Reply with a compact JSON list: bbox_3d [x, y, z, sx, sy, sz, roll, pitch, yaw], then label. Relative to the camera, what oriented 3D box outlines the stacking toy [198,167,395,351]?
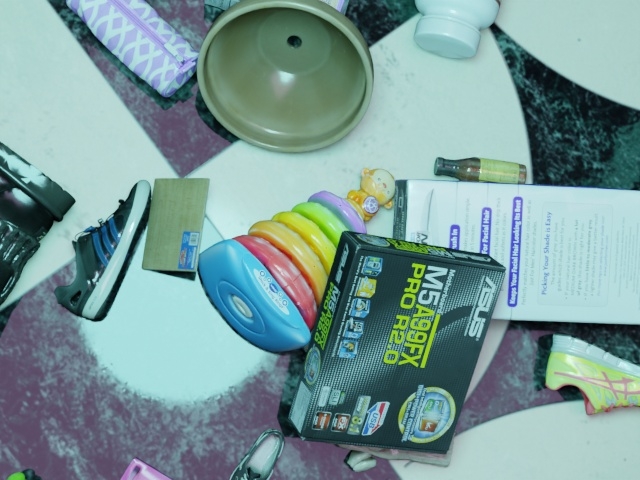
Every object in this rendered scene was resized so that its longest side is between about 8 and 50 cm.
[{"bbox_3d":[0.000,0.000,1.729,0.302,0.166,0.175,-40,98,-25],"label":"stacking toy"}]

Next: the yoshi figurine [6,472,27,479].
[{"bbox_3d":[-0.442,0.377,1.569,0.203,0.203,0.362,-36,83,-4],"label":"yoshi figurine"}]

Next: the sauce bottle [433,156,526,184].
[{"bbox_3d":[0.225,-0.097,1.804,0.128,0.042,0.042,9,81,-7],"label":"sauce bottle"}]

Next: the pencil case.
[{"bbox_3d":[-0.253,-0.286,1.753,0.206,0.088,0.086,41,81,1],"label":"pencil case"}]

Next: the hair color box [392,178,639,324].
[{"bbox_3d":[0.269,0.014,1.749,0.338,0.110,0.185,3,93,-8],"label":"hair color box"}]

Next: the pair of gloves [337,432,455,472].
[{"bbox_3d":[0.066,0.319,1.729,0.204,0.042,0.240,19,79,-4],"label":"pair of gloves"}]

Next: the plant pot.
[{"bbox_3d":[-0.041,-0.244,1.735,0.237,0.237,0.110,17,40,-4],"label":"plant pot"}]

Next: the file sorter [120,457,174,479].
[{"bbox_3d":[-0.167,0.439,1.617,0.290,0.182,0.202,31,80,-2],"label":"file sorter"}]

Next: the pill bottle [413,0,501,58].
[{"bbox_3d":[0.201,-0.372,1.799,0.121,0.121,0.216,17,81,-4],"label":"pill bottle"}]

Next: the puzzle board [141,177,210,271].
[{"bbox_3d":[-0.195,-0.022,1.736,0.096,0.011,0.128,2,80,34],"label":"puzzle board"}]

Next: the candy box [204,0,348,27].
[{"bbox_3d":[-0.048,-0.387,1.798,0.196,0.070,0.165,17,81,-5],"label":"candy box"}]

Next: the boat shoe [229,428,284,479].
[{"bbox_3d":[-0.087,0.310,1.716,0.046,0.038,0.125,35,80,-1],"label":"boat shoe"}]

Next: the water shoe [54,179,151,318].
[{"bbox_3d":[-0.292,0.002,1.717,0.080,0.073,0.203,22,80,-1],"label":"water shoe"}]

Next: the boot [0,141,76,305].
[{"bbox_3d":[-0.524,-0.044,1.667,0.348,0.131,0.260,36,80,-1],"label":"boot"}]

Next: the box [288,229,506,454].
[{"bbox_3d":[0.097,0.134,1.640,0.216,0.060,0.270,10,106,-23],"label":"box"}]

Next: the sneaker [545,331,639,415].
[{"bbox_3d":[0.404,0.206,1.772,0.208,0.081,0.094,23,87,4],"label":"sneaker"}]
